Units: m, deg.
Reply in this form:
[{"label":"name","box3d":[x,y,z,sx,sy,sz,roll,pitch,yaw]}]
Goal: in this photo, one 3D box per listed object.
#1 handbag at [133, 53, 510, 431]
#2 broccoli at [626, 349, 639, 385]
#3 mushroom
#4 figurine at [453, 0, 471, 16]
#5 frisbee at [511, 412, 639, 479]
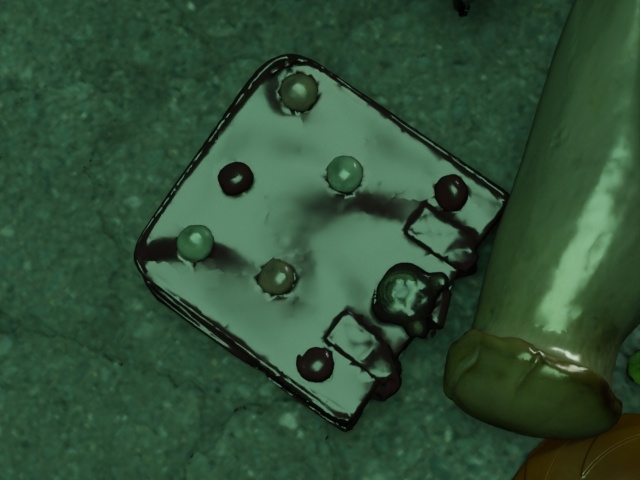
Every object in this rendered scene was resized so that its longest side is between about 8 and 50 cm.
[{"label":"handbag","box3d":[-0.001,-0.001,1.221,0.216,0.074,0.203,35,85,10]},{"label":"broccoli","box3d":[0.257,0.084,1.189,0.097,0.092,0.095,46,48,-24]},{"label":"mushroom","box3d":[0.211,-0.056,1.178,0.154,0.137,0.407,26,80,-26]},{"label":"figurine","box3d":[0.052,-0.297,1.219,0.308,0.308,0.143,50,126,11]},{"label":"frisbee","box3d":[0.212,0.213,1.183,0.192,0.035,0.192,-1,79,6]}]
